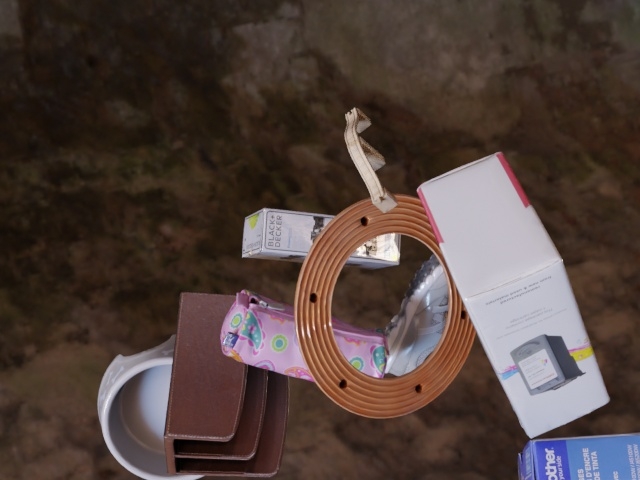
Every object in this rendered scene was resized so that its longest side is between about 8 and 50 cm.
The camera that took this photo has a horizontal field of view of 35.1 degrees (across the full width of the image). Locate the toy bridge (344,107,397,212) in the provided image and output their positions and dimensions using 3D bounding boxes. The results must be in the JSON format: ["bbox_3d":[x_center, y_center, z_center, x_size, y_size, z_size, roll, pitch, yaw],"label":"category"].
[{"bbox_3d":[0.063,-0.120,1.413,0.026,0.188,0.063,-33,135,20],"label":"toy bridge"}]

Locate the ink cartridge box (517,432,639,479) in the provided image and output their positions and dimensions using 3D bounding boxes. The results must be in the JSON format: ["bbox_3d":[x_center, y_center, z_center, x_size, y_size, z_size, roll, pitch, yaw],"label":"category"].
[{"bbox_3d":[0.443,0.373,1.511,0.396,0.151,0.270,-3,162,6],"label":"ink cartridge box"}]

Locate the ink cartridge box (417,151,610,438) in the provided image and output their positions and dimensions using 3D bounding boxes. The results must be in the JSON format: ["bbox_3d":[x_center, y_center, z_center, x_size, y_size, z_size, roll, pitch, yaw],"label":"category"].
[{"bbox_3d":[0.253,0.073,1.324,0.131,0.306,0.226,-25,-138,7],"label":"ink cartridge box"}]

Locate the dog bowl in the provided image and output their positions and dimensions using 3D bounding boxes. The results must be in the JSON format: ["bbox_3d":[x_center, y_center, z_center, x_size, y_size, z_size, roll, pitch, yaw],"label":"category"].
[{"bbox_3d":[-0.332,0.388,2.273,0.349,0.348,0.102,-13,-163,-1],"label":"dog bowl"}]

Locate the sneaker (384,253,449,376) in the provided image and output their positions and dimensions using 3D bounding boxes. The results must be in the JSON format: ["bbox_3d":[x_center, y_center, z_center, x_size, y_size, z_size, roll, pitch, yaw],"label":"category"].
[{"bbox_3d":[0.205,0.134,1.863,0.115,0.281,0.105,28,-164,-4],"label":"sneaker"}]

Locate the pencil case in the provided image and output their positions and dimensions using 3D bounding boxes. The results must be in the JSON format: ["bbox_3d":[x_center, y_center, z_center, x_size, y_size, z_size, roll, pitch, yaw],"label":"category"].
[{"bbox_3d":[-0.027,0.170,1.701,0.284,0.124,0.124,19,170,-16],"label":"pencil case"}]

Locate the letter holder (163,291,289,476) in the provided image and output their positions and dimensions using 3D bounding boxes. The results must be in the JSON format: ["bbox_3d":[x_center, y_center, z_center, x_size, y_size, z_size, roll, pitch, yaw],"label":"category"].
[{"bbox_3d":[-0.162,0.263,1.849,0.215,0.301,0.152,3,142,-3],"label":"letter holder"}]

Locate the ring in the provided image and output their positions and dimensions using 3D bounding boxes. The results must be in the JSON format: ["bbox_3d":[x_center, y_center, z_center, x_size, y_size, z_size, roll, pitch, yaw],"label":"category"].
[{"bbox_3d":[0.102,0.098,1.519,0.337,0.336,0.032,-13,-170,-29],"label":"ring"}]

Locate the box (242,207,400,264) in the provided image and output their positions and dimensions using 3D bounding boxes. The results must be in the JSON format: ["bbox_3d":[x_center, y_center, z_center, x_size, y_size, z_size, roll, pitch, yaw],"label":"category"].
[{"bbox_3d":[0.000,0.000,2.053,0.290,0.087,0.169,5,173,-16],"label":"box"}]
